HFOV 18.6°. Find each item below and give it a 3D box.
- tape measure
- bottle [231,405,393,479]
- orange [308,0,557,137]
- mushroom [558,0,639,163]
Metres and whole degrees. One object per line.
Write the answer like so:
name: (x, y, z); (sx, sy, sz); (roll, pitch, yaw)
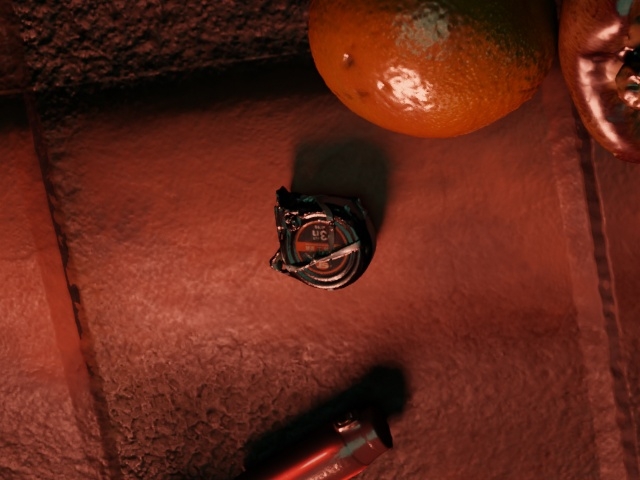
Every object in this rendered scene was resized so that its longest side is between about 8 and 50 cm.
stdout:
tape measure: (0.002, 0.001, 1.758); (0.094, 0.054, 0.091); (13, 113, 16)
bottle: (-0.007, 0.209, 1.831); (0.164, 0.060, 0.060); (-32, 99, 21)
orange: (0.089, -0.179, 1.601); (0.206, 0.206, 0.206); (4, 110, 12)
mushroom: (0.284, -0.171, 1.577); (0.138, 0.194, 0.231); (42, 151, 38)
